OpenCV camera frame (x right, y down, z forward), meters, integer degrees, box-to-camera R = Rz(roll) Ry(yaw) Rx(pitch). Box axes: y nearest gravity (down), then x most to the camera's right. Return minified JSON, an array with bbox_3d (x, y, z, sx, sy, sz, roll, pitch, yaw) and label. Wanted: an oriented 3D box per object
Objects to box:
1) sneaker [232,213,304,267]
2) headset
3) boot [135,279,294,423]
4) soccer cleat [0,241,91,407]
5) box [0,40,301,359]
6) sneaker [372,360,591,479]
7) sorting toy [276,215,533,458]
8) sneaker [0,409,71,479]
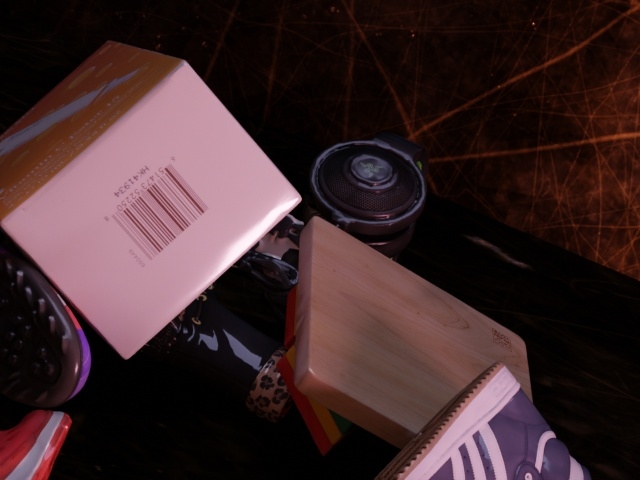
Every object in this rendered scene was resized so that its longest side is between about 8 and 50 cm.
[{"bbox_3d":[-0.065,0.007,2.406,0.275,0.107,0.110,30,-6,14],"label":"sneaker"},{"bbox_3d":[0.000,0.000,2.144,0.185,0.243,0.394,25,17,12],"label":"headset"},{"bbox_3d":[-0.092,0.100,1.919,0.178,0.085,0.236,27,12,5],"label":"boot"},{"bbox_3d":[-0.277,0.055,1.728,0.116,0.109,0.318,16,10,-45],"label":"soccer cleat"},{"bbox_3d":[-0.189,-0.050,1.827,0.168,0.215,0.345,50,-8,-17],"label":"box"},{"bbox_3d":[0.125,0.226,1.615,0.153,0.099,0.282,49,43,1],"label":"sneaker"},{"bbox_3d":[0.071,0.134,1.821,0.257,0.089,0.255,31,28,-17],"label":"sorting toy"},{"bbox_3d":[-0.255,0.152,1.369,0.128,0.087,0.221,23,10,-3],"label":"sneaker"}]
